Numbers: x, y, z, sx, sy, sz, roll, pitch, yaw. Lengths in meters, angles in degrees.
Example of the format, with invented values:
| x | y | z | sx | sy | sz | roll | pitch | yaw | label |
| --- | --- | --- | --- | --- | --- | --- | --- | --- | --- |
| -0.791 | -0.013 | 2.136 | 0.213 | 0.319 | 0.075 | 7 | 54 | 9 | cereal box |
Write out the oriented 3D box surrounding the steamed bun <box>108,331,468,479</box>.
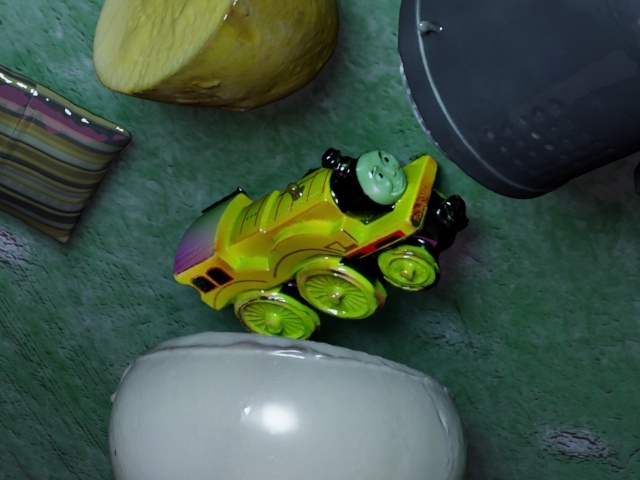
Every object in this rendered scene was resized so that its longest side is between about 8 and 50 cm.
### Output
| x | y | z | sx | sy | sz | roll | pitch | yaw | label |
| --- | --- | --- | --- | --- | --- | --- | --- | --- | --- |
| -0.038 | 0.241 | 1.803 | 0.374 | 0.241 | 0.374 | 6 | 162 | 2 | steamed bun |

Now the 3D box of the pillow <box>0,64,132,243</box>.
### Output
| x | y | z | sx | sy | sz | roll | pitch | yaw | label |
| --- | --- | --- | --- | --- | --- | --- | --- | --- | --- |
| -0.305 | -0.094 | 1.700 | 0.208 | 0.052 | 0.212 | 29 | 141 | -10 | pillow |

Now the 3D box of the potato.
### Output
| x | y | z | sx | sy | sz | roll | pitch | yaw | label |
| --- | --- | --- | --- | --- | --- | --- | --- | --- | --- |
| -0.061 | -0.176 | 1.422 | 0.158 | 0.178 | 0.203 | 21 | 132 | -34 | potato |

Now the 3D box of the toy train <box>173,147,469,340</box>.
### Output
| x | y | z | sx | sy | sz | roll | pitch | yaw | label |
| --- | --- | --- | --- | --- | --- | --- | --- | --- | --- |
| 0.000 | 0.000 | 1.666 | 0.160 | 0.100 | 0.296 | 39 | 138 | -25 | toy train |

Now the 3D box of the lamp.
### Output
| x | y | z | sx | sy | sz | roll | pitch | yaw | label |
| --- | --- | --- | --- | --- | --- | --- | --- | --- | --- |
| 0.184 | -0.158 | 1.299 | 0.272 | 0.205 | 0.374 | -11 | 146 | 26 | lamp |
